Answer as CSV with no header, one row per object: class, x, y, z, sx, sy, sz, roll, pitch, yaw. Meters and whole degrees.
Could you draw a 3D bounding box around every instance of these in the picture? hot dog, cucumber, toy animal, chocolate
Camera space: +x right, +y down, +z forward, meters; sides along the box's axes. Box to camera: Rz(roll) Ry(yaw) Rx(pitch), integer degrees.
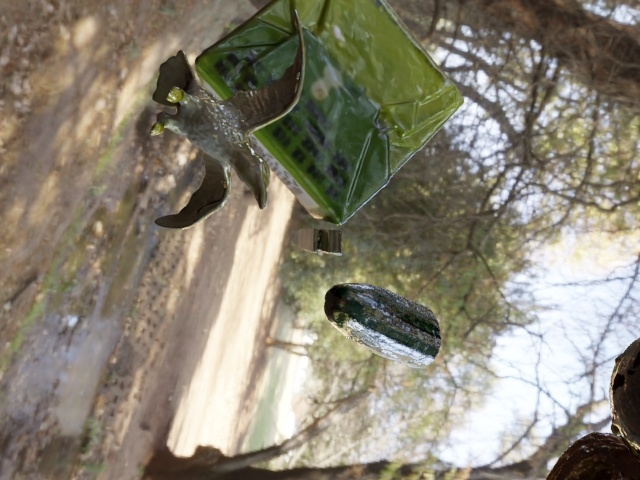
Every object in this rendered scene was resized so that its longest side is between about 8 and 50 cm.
hot dog,0.339,0.345,0.751,0.099,0.160,0.227,2,99,-57
cucumber,0.108,0.142,1.063,0.063,0.243,0.115,17,-95,58
toy animal,-0.086,-0.076,0.482,0.219,0.095,0.155,-50,-149,20
chocolate,0.010,-0.216,0.933,0.289,0.301,0.137,-45,-170,-18

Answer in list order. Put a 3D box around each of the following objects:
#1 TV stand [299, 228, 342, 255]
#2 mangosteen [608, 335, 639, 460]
TV stand,0.000,0.000,0.964,0.249,0.042,0.036,-171,-95,-82
mangosteen,0.386,0.133,0.601,0.192,0.192,0.217,109,4,-67
